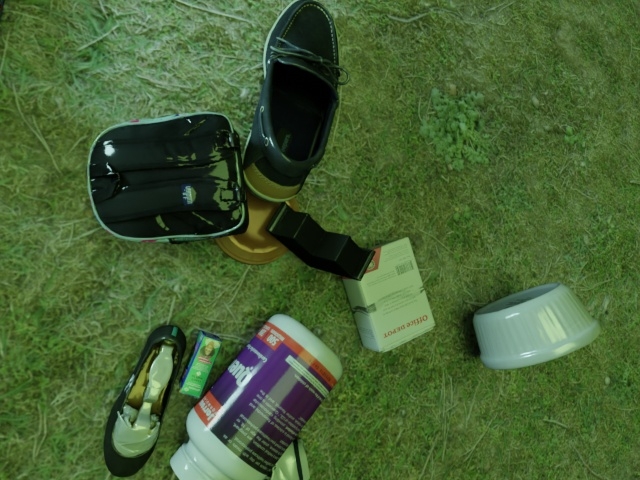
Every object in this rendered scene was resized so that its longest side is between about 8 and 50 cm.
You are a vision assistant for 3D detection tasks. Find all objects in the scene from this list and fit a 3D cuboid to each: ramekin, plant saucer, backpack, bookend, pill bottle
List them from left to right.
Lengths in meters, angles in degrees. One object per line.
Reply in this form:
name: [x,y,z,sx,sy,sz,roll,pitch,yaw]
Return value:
backpack: [-0.264,-0.102,0.754,0.253,0.191,0.225,-8,90,-10]
plant saucer: [-0.134,-0.048,0.892,0.200,0.037,0.200,2,84,-22]
pill bottle: [-0.117,0.309,0.789,0.181,0.181,0.323,46,71,-13]
bookend: [0.000,0.000,0.851,0.157,0.156,0.072,43,69,-39]
ramekin: [0.497,0.197,1.014,0.273,0.273,0.127,-19,81,-22]

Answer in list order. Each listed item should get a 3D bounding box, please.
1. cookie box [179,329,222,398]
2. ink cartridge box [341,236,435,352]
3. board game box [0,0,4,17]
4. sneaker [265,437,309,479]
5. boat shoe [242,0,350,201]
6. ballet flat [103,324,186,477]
cookie box: [-0.228,0.231,0.800,0.040,0.092,0.107,24,77,-16]
ink cartridge box: [0.149,0.121,0.963,0.158,0.092,0.218,-18,91,-22]
board game box: [-0.628,-0.430,0.711,0.194,0.060,0.194,-7,87,-23]
sneaker: [-0.066,0.524,0.855,0.095,0.090,0.235,-6,84,-10]
boat shoe: [-0.036,-0.318,0.869,0.187,0.156,0.500,21,66,-22]
ballet flat: [-0.317,0.290,0.756,0.095,0.096,0.280,18,79,-20]
